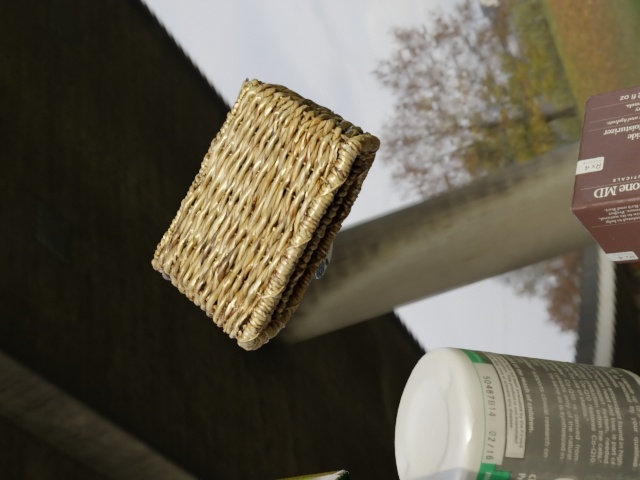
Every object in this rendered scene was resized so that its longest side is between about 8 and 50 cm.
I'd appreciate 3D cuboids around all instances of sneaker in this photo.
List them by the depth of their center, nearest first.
[{"bbox_3d":[0.000,0.000,1.647,0.044,0.040,0.109,-49,-26,-60],"label":"sneaker"}]

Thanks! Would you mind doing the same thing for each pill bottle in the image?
[{"bbox_3d":[0.292,0.248,1.370,0.204,0.361,0.204,-172,90,-72],"label":"pill bottle"}]

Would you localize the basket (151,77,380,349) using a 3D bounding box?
[{"bbox_3d":[-0.030,-0.019,1.443,0.223,0.299,0.213,35,-169,39],"label":"basket"}]

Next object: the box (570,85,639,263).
[{"bbox_3d":[0.480,-0.096,1.617,0.167,0.168,0.203,42,-128,-41],"label":"box"}]

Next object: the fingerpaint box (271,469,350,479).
[{"bbox_3d":[-0.178,0.315,0.866,0.445,0.371,0.163,14,-114,-80],"label":"fingerpaint box"}]
